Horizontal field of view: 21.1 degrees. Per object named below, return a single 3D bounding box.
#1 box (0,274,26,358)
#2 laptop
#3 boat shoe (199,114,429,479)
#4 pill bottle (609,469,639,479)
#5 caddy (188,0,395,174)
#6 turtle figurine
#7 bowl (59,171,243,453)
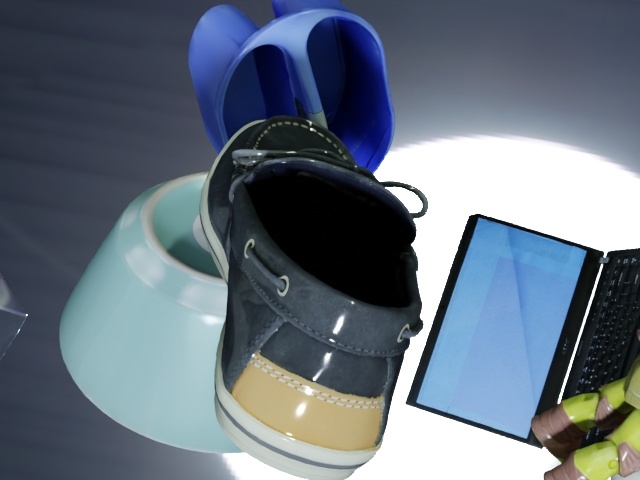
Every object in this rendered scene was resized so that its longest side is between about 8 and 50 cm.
[{"bbox_3d":[-0.572,0.044,2.148,0.183,0.294,0.296,-55,-136,13],"label":"box"},{"bbox_3d":[0.245,0.090,1.779,0.264,0.136,0.234,-7,-120,60],"label":"laptop"},{"bbox_3d":[0.000,0.000,1.402,0.500,0.186,0.156,-92,-157,-64],"label":"boat shoe"},{"bbox_3d":[0.327,0.330,1.529,0.169,0.169,0.302,-71,165,-69],"label":"pill bottle"},{"bbox_3d":[-0.031,-0.181,2.265,0.179,0.241,0.341,55,-15,42],"label":"caddy"},{"bbox_3d":[0.259,0.118,1.254,0.217,0.087,0.269,-41,-141,20],"label":"turtle figurine"},{"bbox_3d":[-0.100,0.047,1.714,0.311,0.311,0.163,-75,178,-51],"label":"bowl"}]
